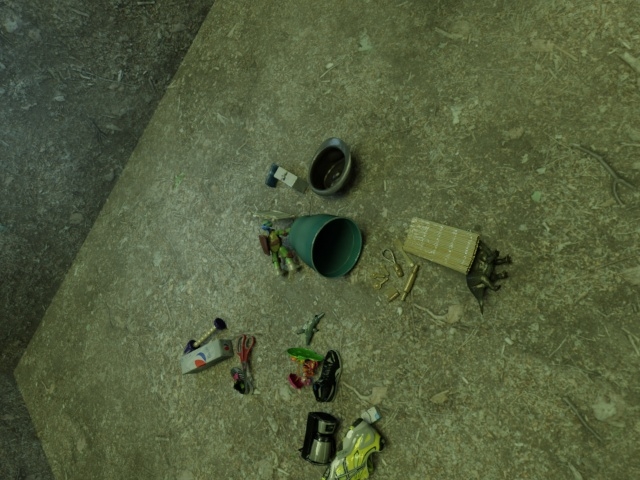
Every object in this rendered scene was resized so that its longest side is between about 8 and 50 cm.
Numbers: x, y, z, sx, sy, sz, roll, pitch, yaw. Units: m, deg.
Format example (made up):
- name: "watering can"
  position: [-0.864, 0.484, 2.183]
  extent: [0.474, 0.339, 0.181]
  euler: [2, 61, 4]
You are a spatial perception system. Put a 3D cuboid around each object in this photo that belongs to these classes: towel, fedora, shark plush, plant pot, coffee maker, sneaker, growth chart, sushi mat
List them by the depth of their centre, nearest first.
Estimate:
- name: "sneaker"
  position: [0.111, 0.881, 1.637]
  extent: [0.147, 0.145, 0.385]
  euler: [29, 100, 22]
- name: "sushi mat"
  position: [0.454, 0.012, 1.645]
  extent: [0.316, 0.019, 0.152]
  euler: [23, 100, 50]
- name: "coffee maker"
  position: [-0.019, 0.800, 1.755]
  extent: [0.171, 0.120, 0.179]
  euler: [4, 78, 34]
- name: "sneaker"
  position: [0.025, 0.566, 1.789]
  extent: [0.079, 0.121, 0.217]
  euler: [-2, 76, 32]
- name: "plant pot"
  position: [0.000, 0.000, 1.896]
  extent: [0.255, 0.271, 0.272]
  euler: [24, 90, 51]
- name: "shark plush"
  position: [-0.036, 0.394, 1.939]
  extent: [0.067, 0.073, 0.161]
  euler: [38, 78, 15]
- name: "fedora"
  position: [0.067, -0.330, 2.009]
  extent: [0.243, 0.124, 0.276]
  euler: [38, 107, 37]
- name: "sneaker"
  position: [-0.392, 0.675, 2.060]
  extent: [0.063, 0.074, 0.170]
  euler: [-52, 56, 10]
- name: "growth chart"
  position: [-0.244, -0.126, 2.109]
  extent: [0.237, 0.171, 0.021]
  euler: [16, 110, 47]
- name: "towel"
  position: [-0.248, -0.341, 2.254]
  extent: [0.029, 0.067, 0.120]
  euler: [20, 88, 37]

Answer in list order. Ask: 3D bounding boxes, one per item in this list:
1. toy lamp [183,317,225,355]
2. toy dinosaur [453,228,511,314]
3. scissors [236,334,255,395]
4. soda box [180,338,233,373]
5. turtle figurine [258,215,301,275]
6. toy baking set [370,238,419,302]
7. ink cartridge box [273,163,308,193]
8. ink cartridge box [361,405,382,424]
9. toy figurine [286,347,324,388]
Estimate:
- name: "toy lamp"
  position: [-0.614, 0.513, 2.252]
  extent: [0.274, 0.080, 0.080]
  euler: [-40, 59, 14]
- name: "toy dinosaur"
  position: [0.592, 0.112, 1.567]
  extent: [0.160, 0.120, 0.314]
  euler: [-8, 80, 56]
- name: "scissors"
  position: [-0.374, 0.599, 2.073]
  extent: [0.108, 0.021, 0.297]
  euler: [-12, 60, 25]
- name: "soda box"
  position: [-0.585, 0.597, 2.195]
  extent: [0.286, 0.098, 0.091]
  euler: [-28, 63, 23]
- name: "turtle figurine"
  position: [-0.187, 0.022, 2.094]
  extent: [0.197, 0.274, 0.267]
  euler: [-20, 89, -4]
- name: "toy baking set"
  position: [0.310, 0.126, 1.782]
  extent: [0.196, 0.030, 0.256]
  euler: [28, 93, 35]
- name: "ink cartridge box"
  position: [-0.159, -0.313, 2.165]
  extent: [0.181, 0.104, 0.062]
  euler: [34, 96, 36]
- name: "ink cartridge box"
  position: [0.197, 0.699, 1.697]
  extent: [0.083, 0.028, 0.048]
  euler: [-40, 59, 18]
- name: "toy figurine"
  position: [-0.075, 0.572, 1.873]
  extent: [0.173, 0.130, 0.159]
  euler: [9, 94, 24]
